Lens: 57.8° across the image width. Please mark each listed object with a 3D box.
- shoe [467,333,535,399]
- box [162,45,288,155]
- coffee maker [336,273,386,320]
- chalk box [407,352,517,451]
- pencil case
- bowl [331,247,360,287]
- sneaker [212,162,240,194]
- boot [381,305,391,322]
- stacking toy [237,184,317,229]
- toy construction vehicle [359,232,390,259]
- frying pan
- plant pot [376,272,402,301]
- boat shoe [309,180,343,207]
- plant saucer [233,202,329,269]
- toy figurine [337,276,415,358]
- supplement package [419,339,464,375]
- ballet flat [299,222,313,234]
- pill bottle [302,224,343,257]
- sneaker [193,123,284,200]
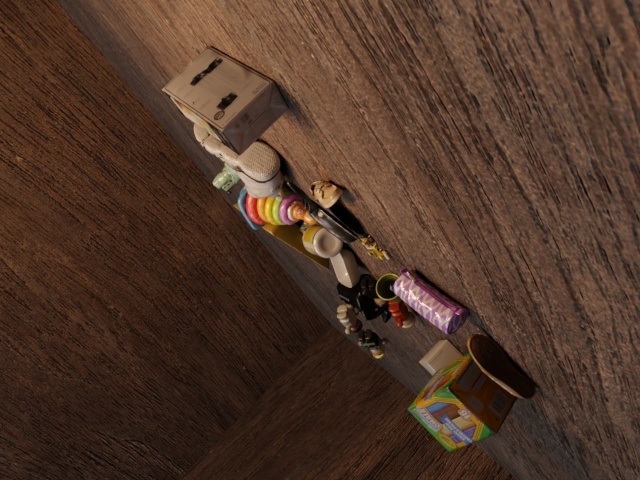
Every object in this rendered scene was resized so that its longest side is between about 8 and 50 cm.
[{"bbox_3d":[0.447,0.322,1.470,0.219,0.076,0.058,45,165,-3],"label":"shoe"},{"bbox_3d":[-0.231,-0.339,1.378,0.290,0.169,0.087,36,169,37],"label":"box"},{"bbox_3d":[0.147,0.182,2.103,0.178,0.120,0.171,-156,64,-63],"label":"coffee maker"},{"bbox_3d":[0.395,0.475,1.689,0.179,0.180,0.289,45,141,5],"label":"chalk box"},{"bbox_3d":[0.280,0.151,1.483,0.206,0.086,0.088,37,139,34],"label":"pencil case"},{"bbox_3d":[0.086,0.083,1.993,0.142,0.053,0.142,69,165,-11],"label":"bowl"},{"bbox_3d":[-0.337,-0.257,2.176,0.094,0.151,0.256,46,169,8],"label":"sneaker"},{"bbox_3d":[0.225,0.257,2.216,0.099,0.045,0.121,39,161,23],"label":"boot"},{"bbox_3d":[-0.117,-0.108,1.940,0.301,0.175,0.166,21,150,40],"label":"stacking toy"},{"bbox_3d":[0.149,0.026,1.638,0.086,0.035,0.098,52,168,-31],"label":"toy construction vehicle"},{"bbox_3d":[0.014,-0.061,1.606,0.197,0.053,0.326,40,-174,14],"label":"frying pan"},{"bbox_3d":[0.221,0.151,1.752,0.083,0.083,0.079,38,-179,37],"label":"plant pot"},{"bbox_3d":[0.009,-0.127,1.525,0.059,0.063,0.170,43,172,-16],"label":"boat shoe"},{"bbox_3d":[-0.134,-0.042,2.237,0.332,0.081,0.332,35,179,-39],"label":"plant saucer"},{"bbox_3d":[0.182,0.255,1.918,0.213,0.209,0.148,37,173,43],"label":"toy figurine"},{"bbox_3d":[0.424,0.418,1.865,0.179,0.105,0.105,44,170,5],"label":"supplement package"},{"bbox_3d":[-0.010,0.007,2.135,0.188,0.070,0.070,49,169,-20],"label":"ballet flat"},{"bbox_3d":[0.000,0.000,1.951,0.103,0.103,0.184,49,170,-16],"label":"pill bottle"},{"bbox_3d":[-0.253,-0.259,1.854,0.365,0.137,0.210,37,164,27],"label":"sneaker"}]
